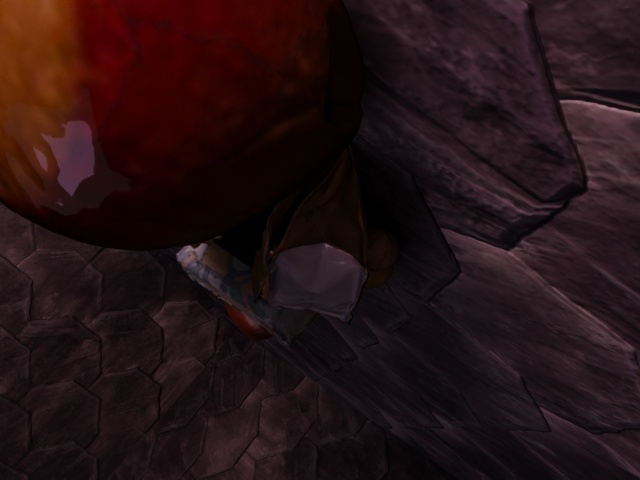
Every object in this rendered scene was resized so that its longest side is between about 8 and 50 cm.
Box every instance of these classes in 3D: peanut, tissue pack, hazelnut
[{"bbox_3d":[0.086,0.030,1.015,0.089,0.089,0.193,37,163,14],"label":"peanut"},{"bbox_3d":[-0.111,0.043,1.226,0.311,0.228,0.128,28,157,38],"label":"tissue pack"},{"bbox_3d":[-0.177,-0.164,0.621,0.429,0.402,0.402,8,145,41],"label":"hazelnut"}]

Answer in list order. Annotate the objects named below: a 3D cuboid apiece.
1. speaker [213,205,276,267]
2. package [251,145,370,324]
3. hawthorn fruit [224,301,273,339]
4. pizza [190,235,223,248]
[{"bbox_3d":[-0.181,-0.121,1.059,0.254,0.184,0.232,29,160,39],"label":"speaker"},{"bbox_3d":[-0.032,0.008,0.945,0.311,0.165,0.221,103,159,-70],"label":"package"},{"bbox_3d":[-0.131,0.114,1.421,0.263,0.235,0.231,25,133,4],"label":"hawthorn fruit"},{"bbox_3d":[-0.220,-0.023,1.014,0.176,0.036,0.184,31,161,30],"label":"pizza"}]
